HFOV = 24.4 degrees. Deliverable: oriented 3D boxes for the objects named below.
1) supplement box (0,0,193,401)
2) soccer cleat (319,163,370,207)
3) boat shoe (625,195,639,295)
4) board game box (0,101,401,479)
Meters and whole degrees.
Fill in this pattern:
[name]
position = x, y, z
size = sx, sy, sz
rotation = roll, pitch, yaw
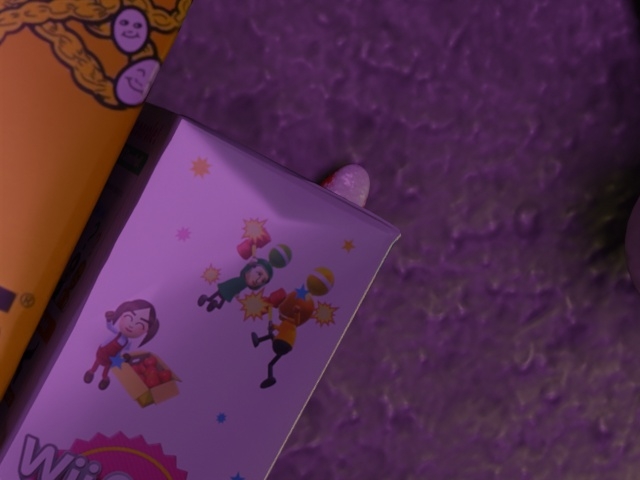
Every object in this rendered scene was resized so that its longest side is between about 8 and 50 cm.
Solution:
[supplement box]
position = -0.201, -0.025, 0.538
size = 0.194, 0.195, 0.356
rotation = 27, 83, -22
[soccer cleat]
position = 0.000, 0.000, 0.720
size = 0.029, 0.035, 0.083
rotation = 38, 86, -21
[boat shoe]
position = 0.289, -0.072, 0.700
size = 0.324, 0.097, 0.116
rotation = -39, 102, -9
[board game box]
position = -0.112, 0.092, 0.597
size = 0.097, 0.224, 0.303
rotation = 27, 91, -21
